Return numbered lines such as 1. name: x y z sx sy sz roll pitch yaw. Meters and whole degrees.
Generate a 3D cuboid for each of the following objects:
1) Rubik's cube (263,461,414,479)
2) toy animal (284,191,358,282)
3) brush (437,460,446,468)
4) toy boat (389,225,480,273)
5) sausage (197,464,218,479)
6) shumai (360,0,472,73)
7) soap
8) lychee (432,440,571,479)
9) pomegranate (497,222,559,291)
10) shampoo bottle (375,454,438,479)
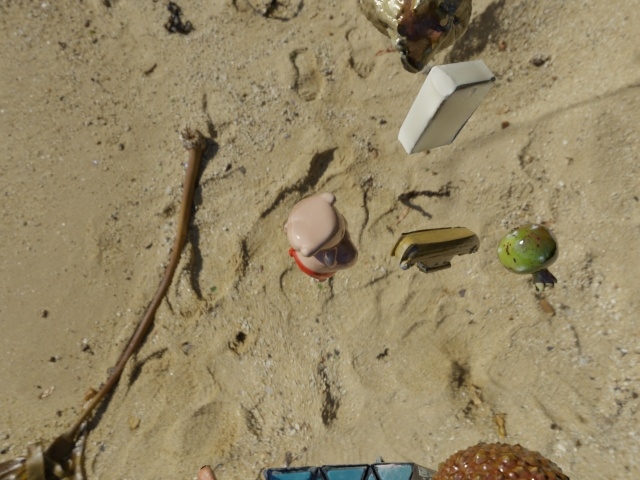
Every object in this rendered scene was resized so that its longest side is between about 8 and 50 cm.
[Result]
1. Rubik's cube: 0.016 0.517 0.762 0.228 0.233 0.229 20 103 21
2. toy animal: 0.000 0.000 0.931 0.171 0.198 0.171 -4 63 7
3. brush: 0.312 0.465 0.806 0.020 0.336 0.086 -10 67 39
4. toy boat: 0.352 0.033 1.221 0.321 0.122 0.089 -7 29 -27
5. sausage: -0.205 0.545 0.866 0.176 0.040 0.047 18 53 37
6. shumai: 0.223 -0.581 1.089 0.314 0.267 0.262 22 62 12
7. soap: 0.240 -0.255 0.799 0.121 0.183 0.064 -18 68 -21
8. lychee: 0.282 0.400 0.594 0.238 0.200 0.200 6 61 24
9. pomegranate: 0.424 0.034 0.815 0.114 0.114 0.142 -32 93 -17
10. shampoo bottle: 0.265 0.558 0.889 0.309 0.098 0.071 15 97 9
